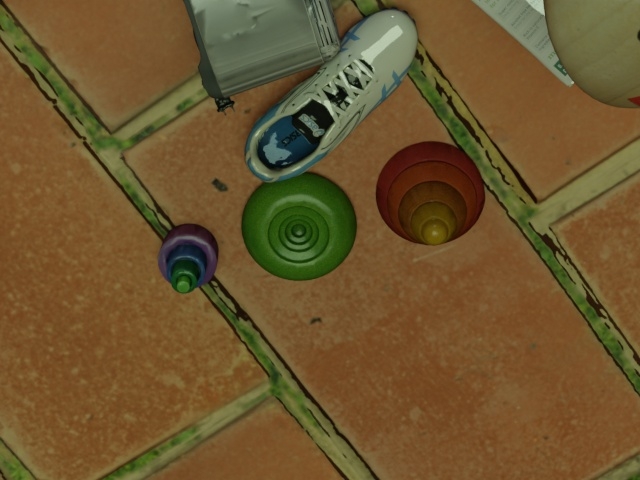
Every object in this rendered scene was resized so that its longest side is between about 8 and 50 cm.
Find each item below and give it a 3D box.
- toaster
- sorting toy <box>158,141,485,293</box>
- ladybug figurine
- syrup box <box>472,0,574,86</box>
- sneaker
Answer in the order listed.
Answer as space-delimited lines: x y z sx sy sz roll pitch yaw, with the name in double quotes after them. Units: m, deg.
-0.068 -0.245 1.924 0.146 0.129 0.227 -16 110 5 "toaster"
0.000 0.000 2.026 0.365 0.126 0.127 -13 112 6 "sorting toy"
0.365 -0.270 1.753 0.162 0.449 0.305 15 115 32 "ladybug figurine"
0.195 -0.271 1.896 0.237 0.096 0.093 41 108 0 "syrup box"
0.015 -0.146 1.986 0.085 0.086 0.237 42 106 -13 "sneaker"
